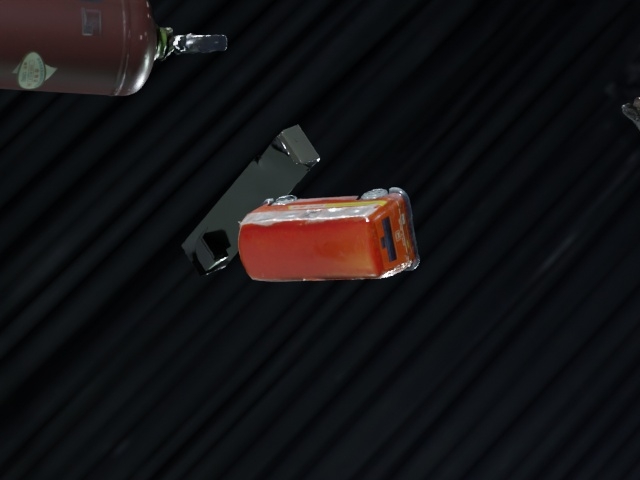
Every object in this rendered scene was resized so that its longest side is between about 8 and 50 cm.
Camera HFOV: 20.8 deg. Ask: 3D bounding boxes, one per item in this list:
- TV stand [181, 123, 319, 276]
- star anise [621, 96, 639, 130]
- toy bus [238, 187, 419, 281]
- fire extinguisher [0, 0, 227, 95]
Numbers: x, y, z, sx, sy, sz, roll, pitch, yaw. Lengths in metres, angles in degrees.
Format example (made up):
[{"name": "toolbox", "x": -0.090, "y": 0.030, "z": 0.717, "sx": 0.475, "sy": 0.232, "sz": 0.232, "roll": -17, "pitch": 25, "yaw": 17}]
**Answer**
[{"name": "TV stand", "x": -0.082, "y": -0.043, "z": 2.005, "sx": 0.049, "sy": 0.040, "sz": 0.256, "roll": 57, "pitch": -41, "yaw": 12}, {"name": "star anise", "x": 0.359, "y": -0.096, "z": 1.579, "sx": 0.172, "sy": 0.063, "sz": 0.208, "roll": 12, "pitch": 13, "yaw": 12}, {"name": "toy bus", "x": 0.000, "y": 0.000, "z": 1.614, "sx": 0.174, "sy": 0.077, "sz": 0.079, "roll": -3, "pitch": -73, "yaw": 32}, {"name": "fire extinguisher", "x": -0.273, "y": -0.205, "z": 1.747, "sx": 0.135, "sy": 0.337, "sz": 0.114, "roll": -165, "pitch": -103, "yaw": -68}]
